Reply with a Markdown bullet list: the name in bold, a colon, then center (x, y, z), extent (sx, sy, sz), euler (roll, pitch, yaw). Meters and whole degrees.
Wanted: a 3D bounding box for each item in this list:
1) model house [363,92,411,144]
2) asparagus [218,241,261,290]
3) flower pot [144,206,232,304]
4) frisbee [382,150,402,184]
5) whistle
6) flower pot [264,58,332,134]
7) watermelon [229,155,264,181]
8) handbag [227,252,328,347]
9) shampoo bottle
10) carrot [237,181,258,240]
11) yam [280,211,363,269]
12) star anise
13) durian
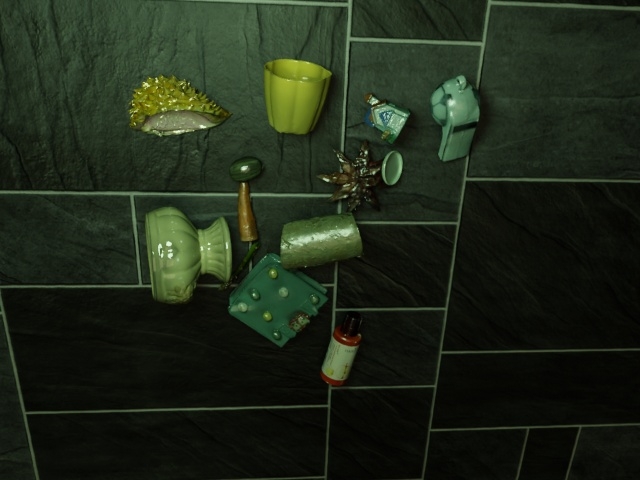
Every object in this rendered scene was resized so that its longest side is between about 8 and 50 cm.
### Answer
- **model house**: center (0.183, -0.378, 1.682), extent (0.149, 0.148, 0.119), euler (30, 112, -2)
- **asparagus**: center (-0.271, 0.089, 1.885), extent (0.034, 0.027, 0.236), euler (27, 110, -36)
- **flower pot**: center (-0.410, 0.044, 1.724), extent (0.244, 0.307, 0.307), euler (-6, 114, -17)
- **frisbee**: center (0.227, -0.230, 1.759), extent (0.014, 0.110, 0.110), euler (16, 118, 36)
- **whistle**: center (0.408, -0.393, 1.701), extent (0.163, 0.163, 0.289), euler (-7, 150, -2)
- **flower pot**: center (-0.073, -0.415, 1.620), extent (0.195, 0.195, 0.179), euler (4, 125, -7)
- **watermelon**: center (-0.231, -0.224, 1.732), extent (0.111, 0.078, 0.078), euler (-20, 113, -3)
- **handbag**: center (-0.148, 0.211, 1.908), extent (0.274, 0.100, 0.269), euler (39, 103, -18)
- **shampoo bottle**: center (0.083, 0.382, 1.997), extent (0.104, 0.104, 0.278), euler (12, 111, -10)
- **carrot**: center (-0.243, -0.103, 1.799), extent (0.061, 0.061, 0.209), euler (-5, 108, -3)
- **yam**: center (0.000, 0.000, 1.796), extent (0.268, 0.161, 0.161), euler (-10, 113, 6)
- **star anise**: center (0.125, -0.183, 1.766), extent (0.272, 0.102, 0.272), euler (-4, 113, -9)
- **durian**: center (-0.415, -0.382, 1.594), extent (0.305, 0.195, 0.185), euler (2, 106, -4)
